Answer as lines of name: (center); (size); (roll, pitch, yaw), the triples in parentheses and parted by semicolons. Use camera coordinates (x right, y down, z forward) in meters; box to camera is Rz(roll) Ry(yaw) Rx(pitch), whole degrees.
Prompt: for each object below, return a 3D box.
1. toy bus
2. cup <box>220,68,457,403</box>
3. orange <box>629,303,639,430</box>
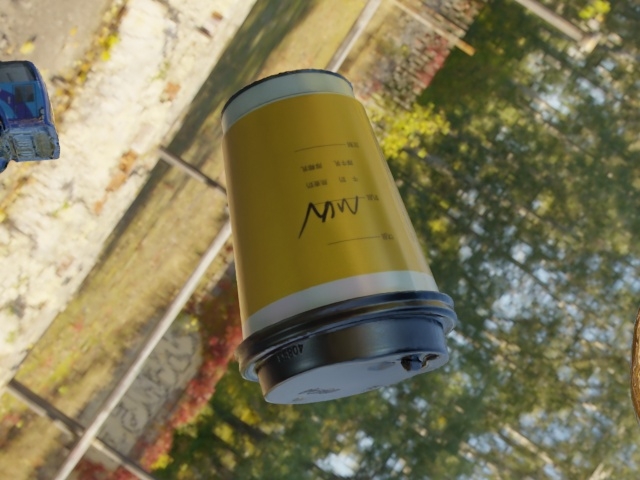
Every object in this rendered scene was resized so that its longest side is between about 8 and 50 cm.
toy bus: (-0.229, -0.068, 0.525); (0.051, 0.153, 0.061); (117, -36, -68)
cup: (0.000, 0.000, 0.823); (0.196, 0.280, 0.196); (-14, 161, -5)
orange: (0.322, 0.085, 0.591); (0.246, 0.246, 0.246); (-55, 178, -3)
